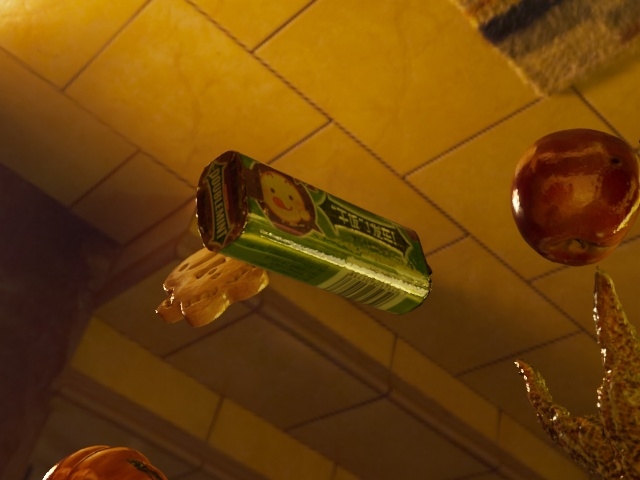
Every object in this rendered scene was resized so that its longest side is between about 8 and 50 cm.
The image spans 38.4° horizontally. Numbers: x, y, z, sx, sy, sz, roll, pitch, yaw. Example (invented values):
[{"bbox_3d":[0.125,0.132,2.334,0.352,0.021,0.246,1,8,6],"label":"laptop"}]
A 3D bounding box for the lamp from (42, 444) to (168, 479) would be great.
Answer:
[{"bbox_3d":[-0.282,0.360,1.172,0.187,0.164,0.188,8,107,27],"label":"lamp"}]

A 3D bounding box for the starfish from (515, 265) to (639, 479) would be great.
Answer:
[{"bbox_3d":[0.300,0.187,0.790,0.078,0.347,0.358,-19,164,-25],"label":"starfish"}]

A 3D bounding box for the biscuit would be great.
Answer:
[{"bbox_3d":[-0.224,0.072,1.929,0.275,0.355,0.052,-30,111,-4],"label":"biscuit"}]

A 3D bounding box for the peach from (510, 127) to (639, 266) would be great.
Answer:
[{"bbox_3d":[0.424,-0.083,1.523,0.199,0.243,0.243,21,143,-24],"label":"peach"}]

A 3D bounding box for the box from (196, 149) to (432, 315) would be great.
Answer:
[{"bbox_3d":[0.000,0.000,1.212,0.345,0.134,0.097,21,135,-41],"label":"box"}]
